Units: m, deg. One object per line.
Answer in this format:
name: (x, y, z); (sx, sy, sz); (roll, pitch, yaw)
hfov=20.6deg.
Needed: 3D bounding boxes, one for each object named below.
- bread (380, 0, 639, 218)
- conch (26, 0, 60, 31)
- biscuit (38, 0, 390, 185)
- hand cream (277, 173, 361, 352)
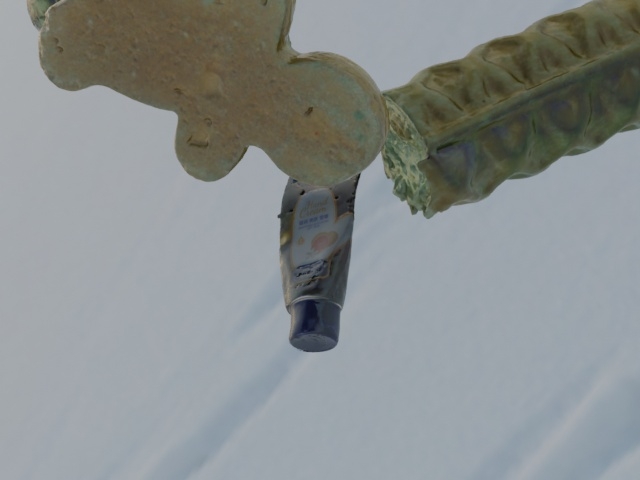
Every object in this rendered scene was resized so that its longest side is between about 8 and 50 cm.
bread: (0.165, -0.105, 1.274); (0.269, 0.098, 0.087); (-23, -27, -19)
conch: (-0.233, -0.273, 1.746); (0.187, 0.124, 0.181); (-170, 82, -71)
biscuit: (-0.065, -0.109, 1.082); (0.030, 0.234, 0.153); (-52, -15, -54)
hand cream: (0.000, 0.000, 1.230); (0.062, 0.039, 0.163); (-14, 54, 27)
